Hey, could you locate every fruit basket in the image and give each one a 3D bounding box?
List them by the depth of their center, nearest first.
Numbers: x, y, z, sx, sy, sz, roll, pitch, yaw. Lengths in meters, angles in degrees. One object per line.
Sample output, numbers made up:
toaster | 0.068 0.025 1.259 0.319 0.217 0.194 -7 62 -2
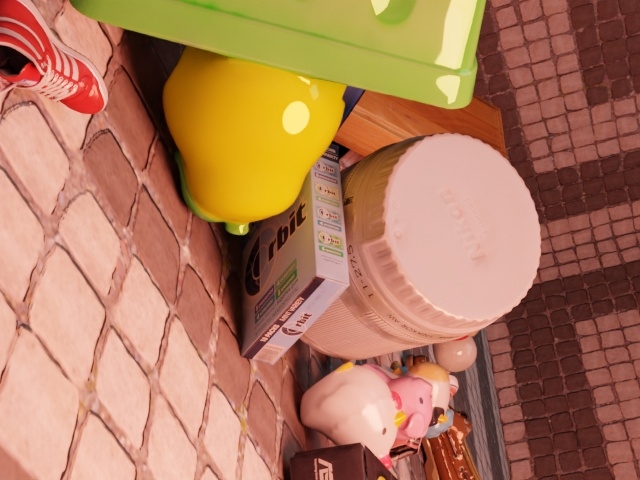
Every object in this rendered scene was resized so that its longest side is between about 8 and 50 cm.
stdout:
fruit basket | -0.042 -0.207 0.879 0.282 0.392 0.392 -90 160 -45

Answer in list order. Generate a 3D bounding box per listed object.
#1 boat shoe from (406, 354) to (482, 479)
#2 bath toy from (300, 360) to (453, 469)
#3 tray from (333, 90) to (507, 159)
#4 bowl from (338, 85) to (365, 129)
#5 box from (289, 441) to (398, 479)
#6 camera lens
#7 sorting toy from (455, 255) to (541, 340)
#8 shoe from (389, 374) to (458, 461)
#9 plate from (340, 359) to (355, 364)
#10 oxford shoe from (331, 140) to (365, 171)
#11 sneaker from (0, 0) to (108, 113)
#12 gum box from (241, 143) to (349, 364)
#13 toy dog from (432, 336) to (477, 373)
boat shoe | 0.241 0.361 1.792 0.111 0.105 0.307 -1 77 -76
bath toy | 0.089 0.217 1.206 0.129 0.151 0.348 57 11 15
tray | 0.135 -0.210 1.530 0.411 0.076 0.202 24 49 -29
bowl | 0.052 -0.274 1.184 0.077 0.391 0.391 31 24 -6
box | 0.077 0.442 1.059 0.395 0.097 0.318 58 25 -53
camera lens | 0.081 0.014 1.053 0.274 0.220 0.219 -25 -104 58
sorting toy | 0.198 0.047 1.587 0.255 0.257 0.089 -38 153 -45
shoe | 0.148 0.270 1.414 0.064 0.178 0.081 20 50 -26
plate | 0.000 0.000 1.321 0.278 0.045 0.277 -77 150 -63
oxford shoe | 0.050 -0.213 1.589 0.132 0.130 0.363 54 24 -42
sneaker | -0.193 -0.114 0.656 0.118 0.042 0.067 50 24 -45
gum box | -0.031 0.010 0.972 0.041 0.157 0.184 17 46 -24
toy dog | 0.179 0.120 1.693 0.333 0.220 0.161 -75 180 -51
